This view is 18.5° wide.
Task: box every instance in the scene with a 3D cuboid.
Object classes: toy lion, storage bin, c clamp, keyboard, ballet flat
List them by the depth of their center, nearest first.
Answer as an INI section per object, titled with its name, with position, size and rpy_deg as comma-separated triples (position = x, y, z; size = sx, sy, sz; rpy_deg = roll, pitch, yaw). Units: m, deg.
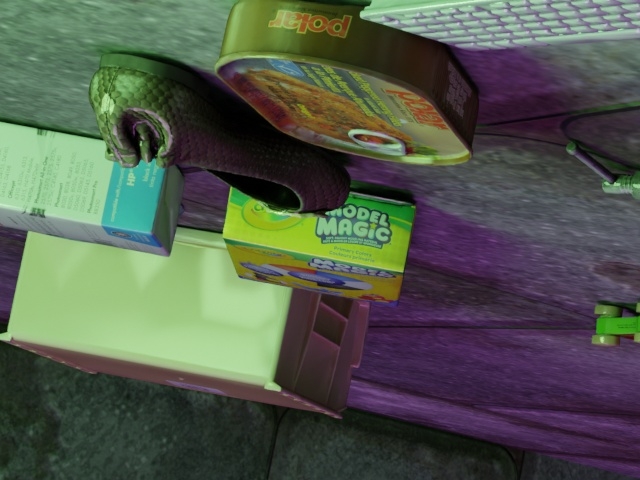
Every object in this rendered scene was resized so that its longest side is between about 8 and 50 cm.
[keyboard]
position = 0.125, -0.092, 0.774
size = 0.072, 0.014, 0.256
rpy_deg = 19, 169, -39
[c clamp]
position = 0.230, -0.020, 1.067
size = 0.160, 0.022, 0.137
rpy_deg = 7, 170, 30
[ballet flat]
position = -0.058, -0.047, 1.149
size = 0.084, 0.058, 0.250
rpy_deg = 8, 171, 27
[toy lion]
position = 0.275, 0.072, 1.587
size = 0.096, 0.034, 0.100
rpy_deg = 8, 173, -23
[storage bin]
position = -0.112, 0.068, 1.755
size = 0.262, 0.123, 0.260
rpy_deg = 9, 172, 16

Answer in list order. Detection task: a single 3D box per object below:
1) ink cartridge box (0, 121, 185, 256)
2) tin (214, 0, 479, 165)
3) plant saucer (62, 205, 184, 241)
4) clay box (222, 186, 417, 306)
[ink cartridge box]
position = -0.191, -0.040, 1.359
size = 0.180, 0.060, 0.104
rpy_deg = 11, 172, 4
[tin]
position = 0.017, -0.075, 0.950
size = 0.106, 0.040, 0.189
rpy_deg = 13, 172, 17
[plant saucer]
position = -0.205, -0.027, 1.541
size = 0.195, 0.037, 0.195
rpy_deg = 11, 172, 2
[clay box]
position = 0.000, 0.000, 1.393
size = 0.127, 0.053, 0.222
rpy_deg = 10, 172, 3
